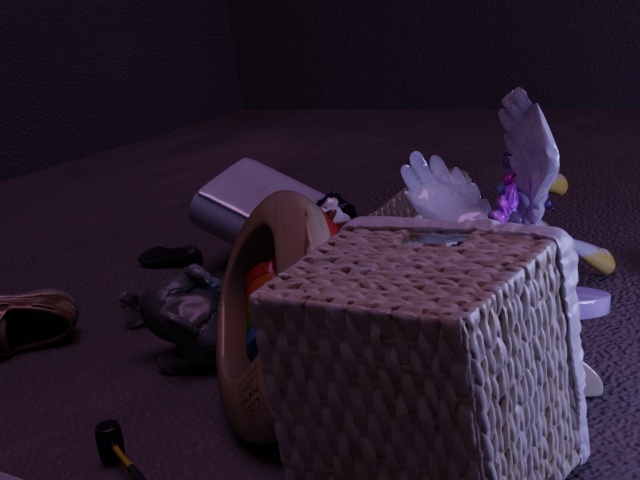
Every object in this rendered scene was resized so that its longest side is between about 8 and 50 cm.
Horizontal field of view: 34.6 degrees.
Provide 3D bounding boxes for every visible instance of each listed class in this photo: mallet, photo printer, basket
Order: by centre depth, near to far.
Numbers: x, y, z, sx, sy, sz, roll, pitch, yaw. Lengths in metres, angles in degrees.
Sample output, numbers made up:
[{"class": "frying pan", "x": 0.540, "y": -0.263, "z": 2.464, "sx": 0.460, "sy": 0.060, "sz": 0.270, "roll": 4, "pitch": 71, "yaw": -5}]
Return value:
[{"class": "basket", "x": 0.127, "y": 0.163, "z": 1.277, "sx": 0.328, "sy": 0.331, "sz": 0.266, "roll": 4, "pitch": 22, "yaw": 36}, {"class": "mallet", "x": -0.267, "y": 0.324, "z": 1.444, "sx": 0.039, "sy": 0.062, "sz": 0.190, "roll": -18, "pitch": 34, "yaw": -28}, {"class": "photo printer", "x": -0.108, "y": -0.056, "z": 2.348, "sx": 0.307, "sy": 0.107, "sz": 0.256, "roll": 27, "pitch": 34, "yaw": 14}]

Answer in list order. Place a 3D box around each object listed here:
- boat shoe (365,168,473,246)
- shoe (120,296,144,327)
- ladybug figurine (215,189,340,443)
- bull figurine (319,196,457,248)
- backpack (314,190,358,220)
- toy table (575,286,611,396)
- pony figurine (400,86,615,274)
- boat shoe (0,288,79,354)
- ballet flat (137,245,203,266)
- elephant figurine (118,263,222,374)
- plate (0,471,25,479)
[{"class": "boat shoe", "x": 0.141, "y": 0.024, "z": 2.072, "sx": 0.500, "sy": 0.156, "sz": 0.187, "roll": -34, "pitch": 31, "yaw": -34}, {"class": "shoe", "x": -0.300, "y": 0.127, "z": 2.097, "sx": 0.219, "sy": 0.058, "sz": 0.076, "roll": -13, "pitch": -3, "yaw": -30}, {"class": "ladybug figurine", "x": -0.041, "y": 0.121, "z": 1.569, "sx": 0.162, "sy": 0.305, "sz": 0.449, "roll": 20, "pitch": 43, "yaw": -23}, {"class": "bull figurine", "x": 0.116, "y": 0.009, "z": 1.797, "sx": 0.188, "sy": 0.101, "sz": 0.310, "roll": -11, "pitch": 30, "yaw": -27}, {"class": "backpack", "x": 0.000, "y": 0.000, "z": 2.162, "sx": 0.173, "sy": 0.158, "sz": 0.117, "roll": -33, "pitch": 38, "yaw": -11}, {"class": "toy table", "x": 0.279, "y": 0.152, "z": 1.481, "sx": 0.274, "sy": 0.161, "sz": 0.252, "roll": 0, "pitch": 7, "yaw": 3}, {"class": "pony figurine", "x": 0.366, "y": -0.058, "z": 1.889, "sx": 0.303, "sy": 0.351, "sz": 0.363, "roll": -37, "pitch": -22, "yaw": 29}, {"class": "boat shoe", "x": -0.632, "y": 0.167, "z": 1.991, "sx": 0.324, "sy": 0.123, "sz": 0.116, "roll": -13, "pitch": 19, "yaw": -13}, {"class": "ballet flat", "x": -0.359, "y": 0.044, "z": 2.438, "sx": 0.173, "sy": 0.049, "sz": 0.057, "roll": -4, "pitch": 49, "yaw": 26}, {"class": "elephant figurine", "x": -0.220, "y": 0.156, "z": 1.802, "sx": 0.186, "sy": 0.169, "sz": 0.239, "roll": -36, "pitch": 33, "yaw": 5}, {"class": "plate", "x": -0.476, "y": 0.385, "z": 1.299, "sx": 0.277, "sy": 0.045, "sz": 0.278, "roll": 6, "pitch": 21, "yaw": 37}]
